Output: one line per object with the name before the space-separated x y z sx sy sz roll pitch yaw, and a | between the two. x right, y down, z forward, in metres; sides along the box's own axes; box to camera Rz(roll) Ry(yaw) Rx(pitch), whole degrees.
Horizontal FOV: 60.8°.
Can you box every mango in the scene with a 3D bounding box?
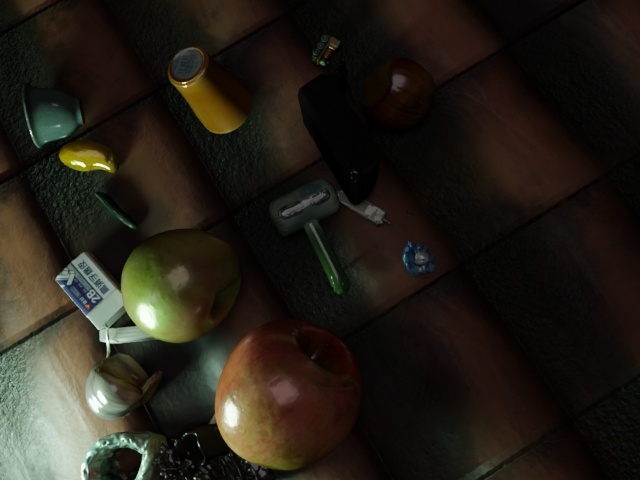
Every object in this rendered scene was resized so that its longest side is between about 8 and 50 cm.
mango | -0.726 -0.264 1.709 0.190 0.075 0.098 8 96 1

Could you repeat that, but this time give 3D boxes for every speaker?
speaker | 0.079 -0.322 1.586 0.184 0.180 0.388 -26 70 -4

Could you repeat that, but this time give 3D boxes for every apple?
apple | -0.083 0.387 1.365 0.364 0.364 0.364 -1 77 5
apple | -0.379 0.114 1.476 0.277 0.319 0.319 27 81 16

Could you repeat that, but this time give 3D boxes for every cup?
cup | -0.826 -0.397 1.711 0.150 0.199 0.199 -9 76 -16
cup | -0.341 -0.466 1.637 0.182 0.264 0.226 -37 65 5

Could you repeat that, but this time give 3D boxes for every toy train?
toy train | 0.015 -0.605 1.739 0.064 0.044 0.103 31 81 0

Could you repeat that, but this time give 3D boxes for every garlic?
garlic | -0.531 0.361 1.502 0.207 0.207 0.257 3 82 6

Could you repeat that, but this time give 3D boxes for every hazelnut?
hazelnut | 0.229 -0.436 1.621 0.210 0.210 0.186 -35 53 -3

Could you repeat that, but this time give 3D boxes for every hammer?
hammer | 0.000 0.000 1.574 0.206 0.119 0.336 -26 83 -1

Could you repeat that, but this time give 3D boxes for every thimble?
thimble | -0.509 0.596 1.457 0.211 0.149 0.185 -37 75 -3

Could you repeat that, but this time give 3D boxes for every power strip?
power strip | 0.127 -0.096 1.617 0.191 0.030 0.047 31 79 11

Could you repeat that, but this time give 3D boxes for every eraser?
eraser | -0.666 0.149 1.613 0.124 0.068 0.210 -44 78 -8

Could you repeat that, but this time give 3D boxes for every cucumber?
cucumber | -0.632 -0.095 1.682 0.184 0.036 0.033 43 92 11

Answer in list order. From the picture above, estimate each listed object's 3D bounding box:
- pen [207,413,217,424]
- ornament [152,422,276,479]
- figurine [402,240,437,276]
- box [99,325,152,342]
pen | -0.260 0.455 1.527 0.028 0.028 0.239 32 83 11
ornament | -0.281 0.593 1.409 0.260 0.106 0.251 -24 73 -30
figurine | 0.274 0.047 1.546 0.114 0.079 0.114 6 72 -20
box | -0.541 0.270 1.566 0.154 0.084 0.040 -5 77 3
